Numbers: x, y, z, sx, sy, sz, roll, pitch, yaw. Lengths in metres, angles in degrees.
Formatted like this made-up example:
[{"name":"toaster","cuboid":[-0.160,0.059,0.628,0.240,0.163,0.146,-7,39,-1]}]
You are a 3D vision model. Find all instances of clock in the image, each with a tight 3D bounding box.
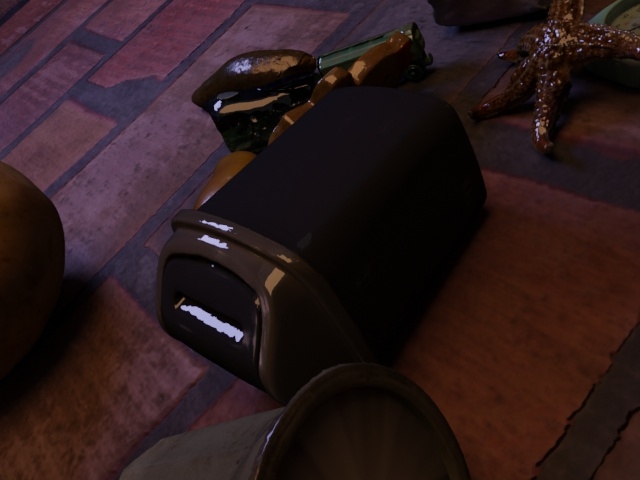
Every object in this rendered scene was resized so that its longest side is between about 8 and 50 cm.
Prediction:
[{"name":"clock","cuboid":[0.333,-0.214,0.691,0.135,0.041,0.101,-37,37,-1]}]

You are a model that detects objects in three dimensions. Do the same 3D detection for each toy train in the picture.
[{"name":"toy train","cuboid":[0.068,-0.225,0.882,0.148,0.071,0.038,-11,46,30]}]

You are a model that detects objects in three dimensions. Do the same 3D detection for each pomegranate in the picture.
[{"name":"pomegranate","cuboid":[-0.491,0.048,0.876,0.342,0.342,0.342,-21,42,20]}]

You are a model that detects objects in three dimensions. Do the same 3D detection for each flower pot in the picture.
[{"name":"flower pot","cuboid":[-0.027,0.199,0.463,0.202,0.212,0.212,-21,39,43]}]

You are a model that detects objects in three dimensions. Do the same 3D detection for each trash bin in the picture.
[{"name":"trash bin","cuboid":[0.000,0.000,0.632,0.209,0.182,0.290,17,58,47]}]

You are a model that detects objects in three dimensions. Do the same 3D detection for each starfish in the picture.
[{"name":"starfish","cuboid":[0.236,-0.187,0.686,0.238,0.057,0.213,12,86,66]}]

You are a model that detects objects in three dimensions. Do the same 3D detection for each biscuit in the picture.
[{"name":"biscuit","cuboid":[0.027,-0.146,0.792,0.036,0.166,0.225,42,63,15]}]

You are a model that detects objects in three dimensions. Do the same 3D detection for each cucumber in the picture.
[{"name":"cucumber","cuboid":[-0.082,-0.175,0.946,0.193,0.086,0.115,-12,44,22]}]

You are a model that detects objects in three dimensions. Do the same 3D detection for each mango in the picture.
[{"name":"mango","cuboid":[-0.100,-0.047,0.829,0.102,0.085,0.184,-26,30,21]}]

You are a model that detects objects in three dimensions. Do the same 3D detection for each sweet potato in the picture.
[{"name":"sweet potato","cuboid":[-0.118,-0.241,1.040,0.244,0.077,0.077,-3,50,34]}]

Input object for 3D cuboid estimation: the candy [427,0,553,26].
[{"name":"candy","cuboid":[0.229,-0.372,0.852,0.195,0.137,0.185,2,53,37]}]
